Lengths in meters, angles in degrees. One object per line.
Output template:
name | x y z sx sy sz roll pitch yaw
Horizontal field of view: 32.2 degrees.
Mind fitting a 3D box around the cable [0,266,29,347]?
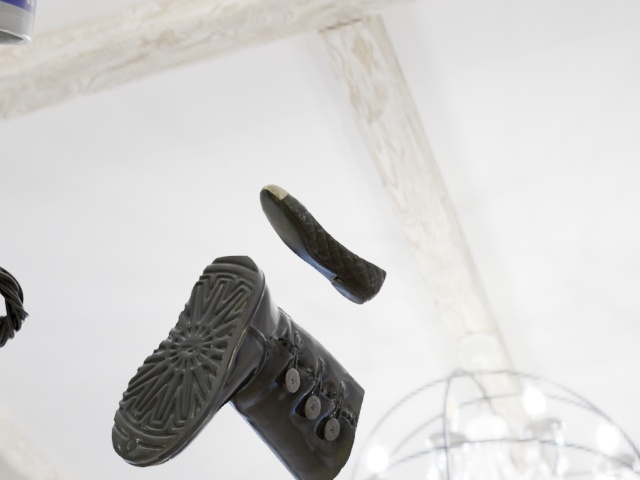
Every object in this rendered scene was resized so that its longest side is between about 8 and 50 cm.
cable | -0.472 0.081 1.502 0.184 0.047 0.151 18 -66 23

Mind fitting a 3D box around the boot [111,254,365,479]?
boot | -0.110 0.291 1.809 0.146 0.367 0.445 16 -27 35

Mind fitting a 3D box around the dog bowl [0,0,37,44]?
dog bowl | -0.455 -0.297 1.255 0.265 0.265 0.104 8 -88 -7

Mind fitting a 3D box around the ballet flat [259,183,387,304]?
ballet flat | 0.000 0.000 1.198 0.173 0.049 0.057 45 -27 -14
